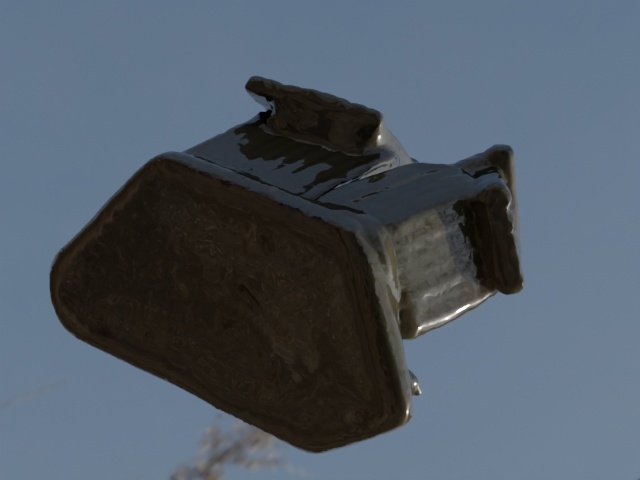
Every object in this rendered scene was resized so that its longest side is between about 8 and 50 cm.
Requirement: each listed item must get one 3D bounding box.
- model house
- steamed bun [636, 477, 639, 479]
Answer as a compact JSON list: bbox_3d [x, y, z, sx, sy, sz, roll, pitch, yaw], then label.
[{"bbox_3d":[-0.004,-0.004,0.963,0.229,0.188,0.122,19,-52,33],"label":"model house"},{"bbox_3d":[0.302,0.291,1.240,0.268,0.207,0.280,-1,-51,5],"label":"steamed bun"}]
